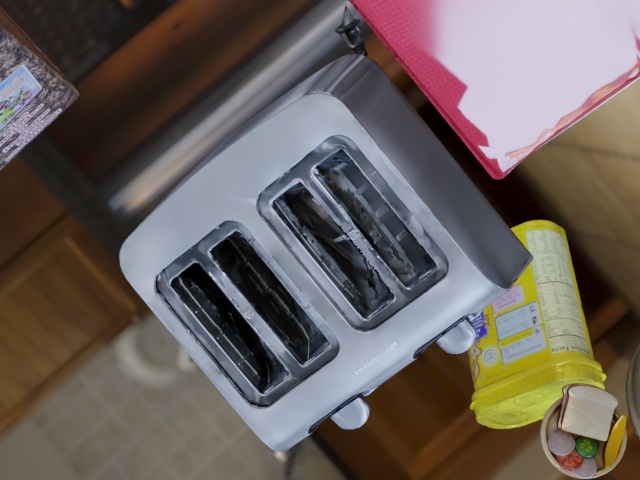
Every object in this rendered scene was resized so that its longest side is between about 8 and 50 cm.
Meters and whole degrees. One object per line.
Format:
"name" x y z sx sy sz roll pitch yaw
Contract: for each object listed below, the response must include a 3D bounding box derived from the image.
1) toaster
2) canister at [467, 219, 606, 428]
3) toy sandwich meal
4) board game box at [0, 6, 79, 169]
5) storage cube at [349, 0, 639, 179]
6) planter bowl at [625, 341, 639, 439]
"toaster" 0.000 0.000 0.924 0.185 0.168 0.110 51 -161 -5
"canister" 0.194 0.079 1.600 0.073 0.126 0.170 25 -132 -47
"toy sandwich meal" 0.235 0.169 1.482 0.085 0.085 0.029 49 169 10
"board game box" -0.280 -0.135 0.868 0.232 0.141 0.291 47 179 6
"storage cube" 0.095 -0.178 0.823 0.193 0.184 0.215 49 -165 -18
"planter bowl" 0.329 0.106 1.316 0.162 0.162 0.109 48 167 18
